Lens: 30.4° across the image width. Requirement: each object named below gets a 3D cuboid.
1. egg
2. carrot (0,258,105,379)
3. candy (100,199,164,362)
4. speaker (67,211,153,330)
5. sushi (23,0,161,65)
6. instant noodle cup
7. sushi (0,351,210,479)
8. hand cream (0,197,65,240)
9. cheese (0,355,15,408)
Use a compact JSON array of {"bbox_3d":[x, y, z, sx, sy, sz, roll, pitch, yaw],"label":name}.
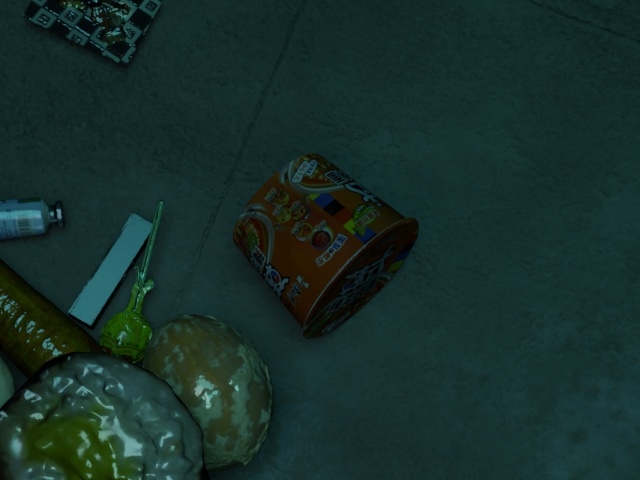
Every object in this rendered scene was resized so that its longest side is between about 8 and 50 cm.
[{"bbox_3d":[-0.172,0.225,1.747,0.203,0.203,0.245,-21,79,-10],"label":"egg"},{"bbox_3d":[-0.454,0.128,1.799,0.302,0.114,0.114,40,75,9],"label":"carrot"},{"bbox_3d":[-0.279,0.063,1.842,0.077,0.073,0.262,17,81,-22],"label":"candy"},{"bbox_3d":[-0.328,0.048,1.868,0.046,0.040,0.191,29,74,3],"label":"speaker"},{"bbox_3d":[-0.386,-0.386,1.992,0.201,0.031,0.139,26,73,-1],"label":"sushi"},{"bbox_3d":[0.000,0.000,1.818,0.250,0.250,0.192,-42,72,-14],"label":"instant noodle cup"},{"bbox_3d":[-0.314,0.330,1.585,0.281,0.294,0.299,-22,74,-35],"label":"sushi"},{"bbox_3d":[-0.542,-0.028,1.858,0.271,0.091,0.058,-7,36,-8],"label":"hand cream"},{"bbox_3d":[-0.665,0.216,1.750,0.351,0.129,0.328,43,79,8],"label":"cheese"}]
